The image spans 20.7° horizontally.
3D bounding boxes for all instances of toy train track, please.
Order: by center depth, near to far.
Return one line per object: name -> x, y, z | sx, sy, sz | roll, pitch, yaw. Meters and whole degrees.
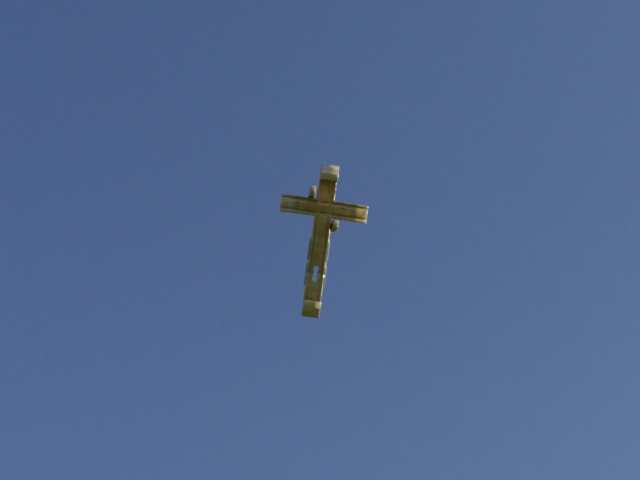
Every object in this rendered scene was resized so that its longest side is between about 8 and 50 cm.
toy train track -> 0.000, 0.000, 0.945 | 0.048, 0.014, 0.083 | 8, -93, -4
